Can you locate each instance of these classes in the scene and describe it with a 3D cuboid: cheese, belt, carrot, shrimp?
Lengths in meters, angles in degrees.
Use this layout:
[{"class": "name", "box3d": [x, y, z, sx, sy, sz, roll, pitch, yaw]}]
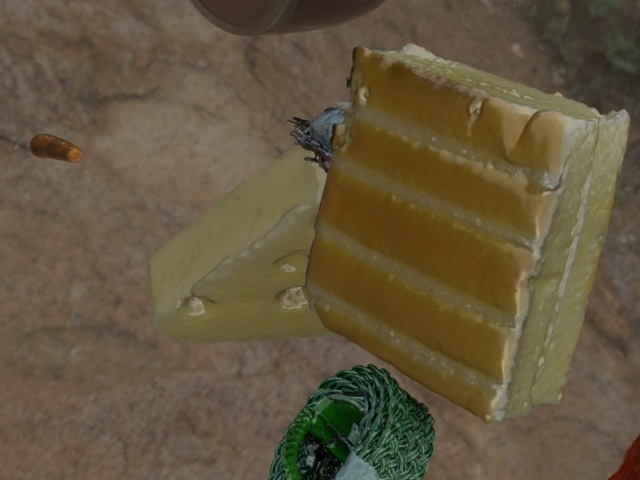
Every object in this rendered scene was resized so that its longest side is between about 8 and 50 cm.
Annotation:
[{"class": "cheese", "box3d": [-0.001, 0.000, 1.367, 0.384, 0.384, 0.104, 6, 57, -29]}, {"class": "belt", "box3d": [0.016, 0.168, 0.902, 0.079, 0.121, 0.151, 41, 65, -30]}, {"class": "carrot", "box3d": [-0.314, -0.109, 1.368, 0.032, 0.093, 0.032, -12, 108, -40]}, {"class": "shrimp", "box3d": [0.027, -0.099, 1.134, 0.090, 0.079, 0.233, -29, 30, -20]}]

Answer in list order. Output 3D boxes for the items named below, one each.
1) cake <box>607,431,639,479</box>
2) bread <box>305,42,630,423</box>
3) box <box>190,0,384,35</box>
[{"class": "cake", "box3d": [0.399, 0.304, 0.962, 0.319, 0.270, 0.269, 27, 1, -4]}, {"class": "bread", "box3d": [0.101, -0.019, 0.905, 0.111, 0.239, 0.246, -2, 19, -42]}, {"class": "box", "box3d": [-0.030, -0.419, 1.548, 0.216, 0.301, 0.301, -6, 60, -41]}]
